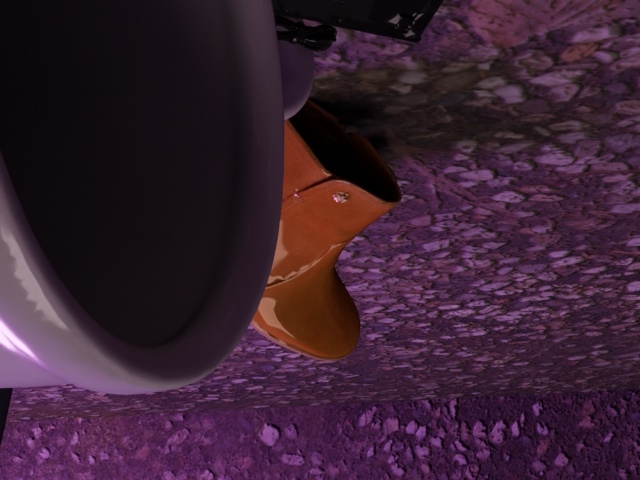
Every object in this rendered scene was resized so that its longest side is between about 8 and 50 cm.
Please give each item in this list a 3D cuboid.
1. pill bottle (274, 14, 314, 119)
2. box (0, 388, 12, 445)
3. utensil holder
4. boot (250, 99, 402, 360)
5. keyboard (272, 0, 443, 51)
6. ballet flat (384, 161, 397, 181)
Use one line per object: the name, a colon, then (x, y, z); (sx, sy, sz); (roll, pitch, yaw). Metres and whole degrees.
pill bottle: (-0.101, -0.113, 0.927); (0.108, 0.108, 0.180); (12, 159, -43)
box: (-0.431, 0.100, 1.167); (0.294, 0.296, 0.182); (7, 174, 41)
utensil holder: (-0.252, -0.075, 0.643); (0.385, 0.328, 0.327); (-6, 164, 18)
boot: (0.000, -0.001, 1.193); (0.211, 0.104, 0.295); (-20, 127, 40)
keyboard: (0.000, -0.170, 0.851); (0.180, 0.023, 0.108); (7, 137, -28)
ballet flat: (0.008, -0.049, 1.283); (0.213, 0.072, 0.068); (-17, -174, 44)
